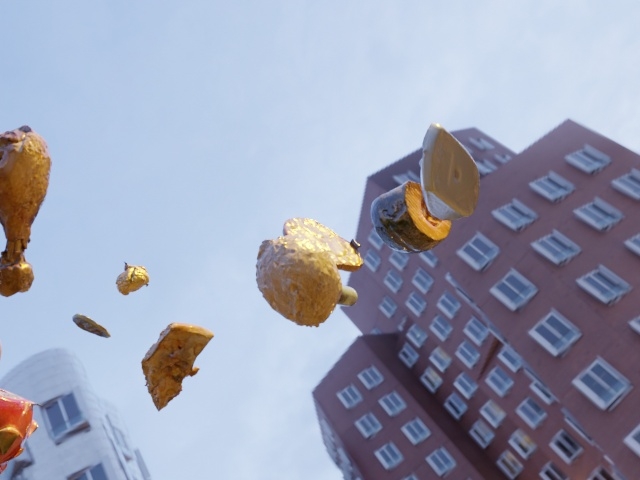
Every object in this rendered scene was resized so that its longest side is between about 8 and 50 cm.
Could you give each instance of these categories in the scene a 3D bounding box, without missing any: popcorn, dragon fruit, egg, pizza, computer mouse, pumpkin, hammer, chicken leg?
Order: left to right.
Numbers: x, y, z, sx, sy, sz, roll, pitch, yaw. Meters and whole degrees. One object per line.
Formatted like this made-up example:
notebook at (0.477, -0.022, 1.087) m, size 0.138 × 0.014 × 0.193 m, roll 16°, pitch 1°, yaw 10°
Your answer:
dragon fruit at (-0.895, 0.515, 1.720) m, size 0.227 × 0.224 × 0.224 m, roll -60°, pitch -39°, yaw -11°
chicken leg at (-0.439, -0.044, 0.914) m, size 0.107 × 0.087 × 0.251 m, roll 0°, pitch -89°, yaw -69°
popcorn at (-0.451, 0.083, 1.504) m, size 0.084 × 0.084 × 0.084 m, roll -22°, pitch -45°, yaw -24°
pizza at (-0.462, 0.391, 1.967) m, size 0.189 × 0.071 × 0.297 m, roll 33°, pitch -92°, yaw -39°
egg at (-0.031, 0.055, 0.883) m, size 0.116 × 0.118 × 0.140 m, roll -36°, pitch -79°, yaw -28°
hammer at (0.027, 0.173, 2.166) m, size 0.116 × 0.194 × 0.069 m, roll 17°, pitch -92°, yaw -49°
pumpkin at (0.255, -0.095, 1.676) m, size 0.190 × 0.139 × 0.280 m, roll 43°, pitch -132°, yaw -14°
computer mouse at (0.211, -0.110, 1.101) m, size 0.231 × 0.079 × 0.127 m, roll 33°, pitch -118°, yaw -54°

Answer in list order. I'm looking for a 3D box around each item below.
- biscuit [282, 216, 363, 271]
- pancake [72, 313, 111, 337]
biscuit at (-0.001, 0.005, 1.510) m, size 0.203 × 0.260 × 0.041 m, roll 12°, pitch -70°, yaw -20°
pancake at (-0.553, 0.205, 1.521) m, size 0.017 × 0.108 × 0.108 m, roll -68°, pitch -31°, yaw -28°
